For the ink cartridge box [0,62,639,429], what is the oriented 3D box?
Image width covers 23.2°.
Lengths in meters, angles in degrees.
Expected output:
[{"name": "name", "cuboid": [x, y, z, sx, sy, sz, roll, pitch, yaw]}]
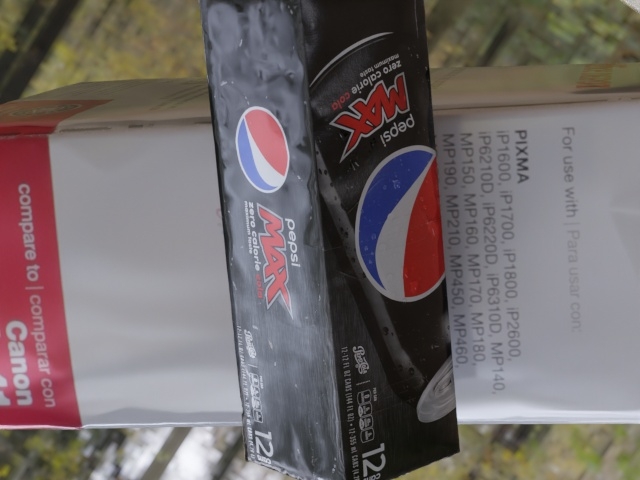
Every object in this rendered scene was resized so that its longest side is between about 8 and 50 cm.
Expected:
[{"name": "ink cartridge box", "cuboid": [0.004, -0.006, 0.680, 0.306, 0.131, 0.226, 0, -170, 12]}]

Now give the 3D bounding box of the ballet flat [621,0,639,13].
[{"name": "ballet flat", "cuboid": [0.284, -0.104, 0.806, 0.348, 0.123, 0.123, 29, -171, -17]}]

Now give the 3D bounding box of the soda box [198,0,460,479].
[{"name": "soda box", "cuboid": [0.004, -0.005, 0.521, 0.053, 0.169, 0.060, -16, -164, -37]}]
